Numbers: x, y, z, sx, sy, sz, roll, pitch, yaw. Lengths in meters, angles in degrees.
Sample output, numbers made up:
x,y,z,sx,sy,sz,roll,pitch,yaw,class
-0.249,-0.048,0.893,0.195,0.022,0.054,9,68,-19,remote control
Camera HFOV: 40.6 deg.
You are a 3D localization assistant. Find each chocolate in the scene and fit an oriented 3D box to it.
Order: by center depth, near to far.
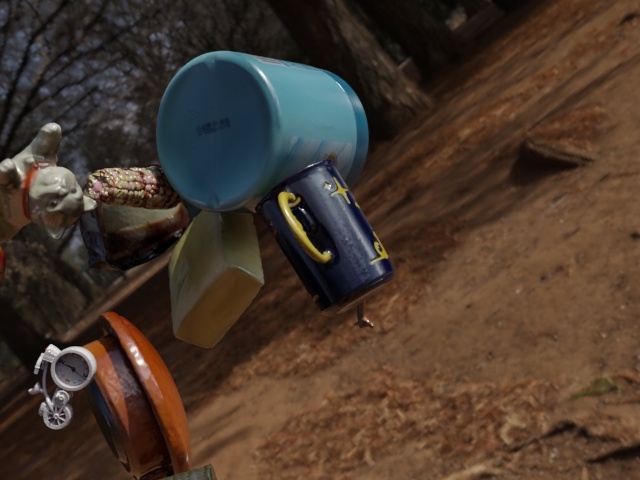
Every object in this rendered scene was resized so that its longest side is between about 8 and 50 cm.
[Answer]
x,y,z,sx,sy,sz,roll,pitch,yaw,class
-0.478,-0.074,2.116,0.283,0.186,0.284,-18,28,10,chocolate

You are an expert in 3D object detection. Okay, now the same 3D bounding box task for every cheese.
x,y,z,sx,sy,sz,roll,pitch,yaw,class
-0.243,0.069,1.967,0.243,0.123,0.266,-54,30,28,cheese

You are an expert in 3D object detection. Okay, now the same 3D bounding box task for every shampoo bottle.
x,y,z,sx,sy,sz,roll,pitch,yaw,class
-0.122,-0.223,1.840,0.331,0.331,0.342,-39,-18,28,shampoo bottle

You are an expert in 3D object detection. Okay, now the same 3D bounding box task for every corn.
x,y,z,sx,sy,sz,roll,pitch,yaw,class
-0.375,-0.112,1.789,0.092,0.092,0.280,-40,-15,19,corn

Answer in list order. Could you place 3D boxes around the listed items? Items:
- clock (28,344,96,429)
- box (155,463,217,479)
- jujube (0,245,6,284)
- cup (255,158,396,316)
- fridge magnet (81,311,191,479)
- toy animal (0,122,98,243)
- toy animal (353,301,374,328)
x,y,z,sx,sy,sz,roll,pitch,yaw,class
-0.396,0.220,1.318,0.041,0.087,0.129,-101,31,-87,clock
-0.154,0.415,0.987,0.143,0.273,0.184,-13,38,-6,box
-0.550,0.052,1.148,0.243,0.183,0.183,-39,2,-18,jujube
-0.010,0.010,1.608,0.255,0.256,0.178,-20,-15,-49,cup
-0.359,0.311,1.685,0.155,0.364,0.363,-23,-3,-22,fridge magnet
-0.611,-0.045,1.714,0.266,0.188,0.308,-19,26,49,toy animal
0.093,0.082,2.114,0.066,0.224,0.230,-22,-26,-44,toy animal
